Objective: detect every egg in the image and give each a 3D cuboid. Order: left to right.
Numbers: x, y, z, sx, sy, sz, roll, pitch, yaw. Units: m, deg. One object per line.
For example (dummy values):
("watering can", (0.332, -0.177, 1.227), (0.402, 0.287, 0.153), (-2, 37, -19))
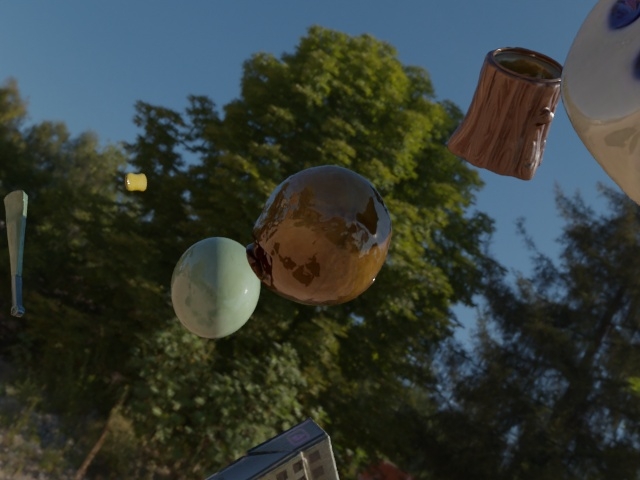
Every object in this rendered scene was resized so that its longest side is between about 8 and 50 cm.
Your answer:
("egg", (-0.176, 0.079, 1.210), (0.150, 0.192, 0.149), (-1, -47, -1))

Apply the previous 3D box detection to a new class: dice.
("dice", (0.526, -0.222, 0.975), (0.277, 0.304, 0.304), (26, -50, -22))

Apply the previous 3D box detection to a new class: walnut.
("walnut", (0.000, 0.000, 1.044), (0.203, 0.203, 0.298), (35, -8, -4))

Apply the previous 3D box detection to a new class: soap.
("soap", (-0.333, -0.105, 1.294), (0.012, 0.034, 0.089), (-1, 2, 8))

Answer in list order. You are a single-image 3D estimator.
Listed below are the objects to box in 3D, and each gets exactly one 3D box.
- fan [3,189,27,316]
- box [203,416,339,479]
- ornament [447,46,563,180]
("fan", (-0.433, 0.017, 1.024), (0.038, 0.193, 0.016), (-17, -23, 17))
("box", (-0.115, 0.336, 0.728), (0.047, 0.325, 0.180), (22, -49, 53))
("ornament", (0.407, -0.275, 1.527), (0.221, 0.236, 0.217), (-117, -151, -47))
